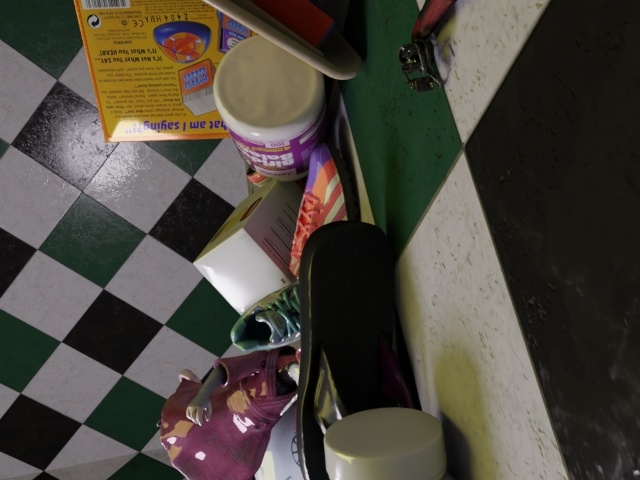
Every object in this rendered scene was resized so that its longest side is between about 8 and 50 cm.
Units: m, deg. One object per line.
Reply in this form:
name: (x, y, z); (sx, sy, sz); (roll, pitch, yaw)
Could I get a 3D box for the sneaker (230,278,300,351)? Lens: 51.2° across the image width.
sneaker: (-0.025, 0.109, 1.008); (0.283, 0.122, 0.110); (-33, 85, 37)

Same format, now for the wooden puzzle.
wooden puzzle: (-0.117, -0.370, 0.931); (0.081, 0.347, 0.322); (-58, 28, 23)

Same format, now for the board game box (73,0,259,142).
board game box: (-0.284, -0.450, 1.448); (0.356, 0.356, 0.356); (-92, 0, -58)

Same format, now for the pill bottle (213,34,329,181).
pill bottle: (-0.070, -0.201, 1.121); (0.301, 0.169, 0.169); (74, -175, -77)

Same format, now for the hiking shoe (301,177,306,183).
hiking shoe: (-0.063, -0.229, 1.345); (0.114, 0.086, 0.227); (128, 132, -72)

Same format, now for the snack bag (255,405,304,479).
snack bag: (-0.015, 0.394, 1.165); (0.323, 0.037, 0.343); (-48, 55, 35)

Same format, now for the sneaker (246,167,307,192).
sneaker: (-0.087, -0.135, 1.503); (0.136, 0.116, 0.314); (51, -171, -11)

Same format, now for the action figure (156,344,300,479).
action figure: (-0.102, 0.285, 1.156); (0.248, 0.370, 0.276); (41, -157, -13)

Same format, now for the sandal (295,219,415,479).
sandal: (0.051, 0.198, 0.887); (0.107, 0.167, 0.446); (18, 118, 59)

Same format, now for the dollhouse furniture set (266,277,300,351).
dollhouse furniture set: (-0.078, 0.124, 1.487); (0.355, 0.173, 0.303); (-117, 21, -60)

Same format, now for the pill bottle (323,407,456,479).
pill bottle: (0.088, 0.353, 0.770); (0.161, 0.161, 0.283); (-153, 55, -78)

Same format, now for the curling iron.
curling iron: (0.111, -0.197, 0.539); (0.274, 0.035, 0.068); (119, 137, -75)

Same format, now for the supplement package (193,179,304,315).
supplement package: (-0.105, -0.001, 1.245); (0.134, 0.139, 0.244); (49, -151, -14)

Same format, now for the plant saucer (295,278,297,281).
plant saucer: (-0.077, 0.076, 1.636); (0.198, 0.036, 0.199); (16, -90, -80)

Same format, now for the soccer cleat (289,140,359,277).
soccer cleat: (0.000, 0.000, 1.094); (0.108, 0.116, 0.318); (-132, 35, -73)
